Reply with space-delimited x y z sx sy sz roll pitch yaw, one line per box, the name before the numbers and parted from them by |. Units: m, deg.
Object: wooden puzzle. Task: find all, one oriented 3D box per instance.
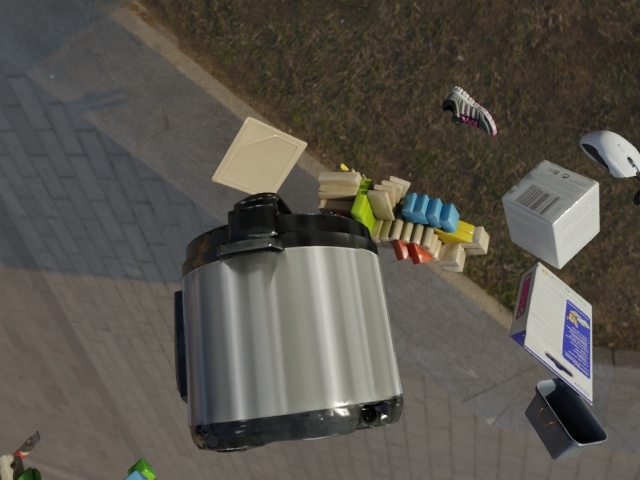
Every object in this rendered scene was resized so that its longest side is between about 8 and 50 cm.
wooden puzzle | -0.182 -0.239 1.472 0.238 0.044 0.221 14 120 -43

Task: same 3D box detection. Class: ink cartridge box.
ink cartridge box | 0.528 0.201 1.124 0.175 0.371 0.069 41 125 4

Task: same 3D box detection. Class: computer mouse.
computer mouse | 0.590 -0.157 0.966 0.193 0.106 0.042 56 172 31

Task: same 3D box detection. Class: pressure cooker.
pressure cooker | -0.058 0.130 0.884 0.375 0.421 0.370 3 161 -33

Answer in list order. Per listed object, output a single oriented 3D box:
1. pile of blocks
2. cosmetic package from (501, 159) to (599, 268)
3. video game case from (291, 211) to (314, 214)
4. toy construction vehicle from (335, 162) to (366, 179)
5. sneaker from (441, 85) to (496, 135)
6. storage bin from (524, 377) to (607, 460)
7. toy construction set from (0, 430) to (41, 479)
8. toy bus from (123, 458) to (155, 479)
pile of blocks | 0.155 -0.027 0.967 0.362 0.113 0.149 17 152 3
cosmetic package | 0.561 -0.063 1.204 0.151 0.151 0.184 43 171 44
video game case | 0.000 0.000 1.162 0.173 0.022 0.190 7 148 8
toy construction vehicle | 0.105 -0.228 1.664 0.086 0.035 0.098 37 179 -32
sneaker | 0.377 -0.318 1.275 0.075 0.063 0.170 -40 70 5
storage bin | 0.456 0.351 0.954 0.098 0.135 0.091 -1 129 -19
toy construction set | -0.582 0.485 0.943 0.237 0.309 0.257 -45 124 3
toy bus | -0.234 0.438 0.711 0.191 0.104 0.202 40 162 37
